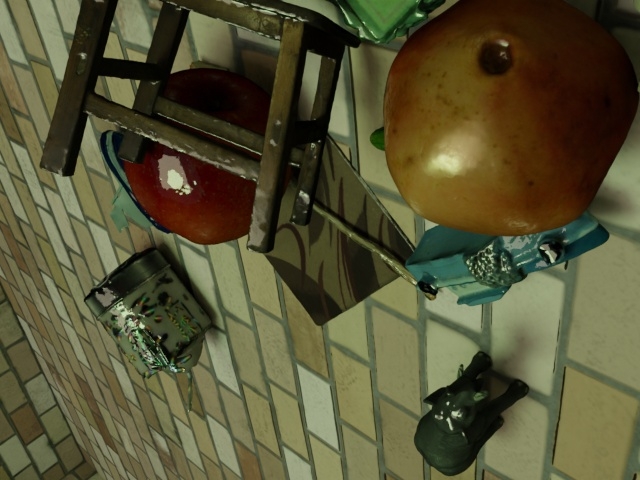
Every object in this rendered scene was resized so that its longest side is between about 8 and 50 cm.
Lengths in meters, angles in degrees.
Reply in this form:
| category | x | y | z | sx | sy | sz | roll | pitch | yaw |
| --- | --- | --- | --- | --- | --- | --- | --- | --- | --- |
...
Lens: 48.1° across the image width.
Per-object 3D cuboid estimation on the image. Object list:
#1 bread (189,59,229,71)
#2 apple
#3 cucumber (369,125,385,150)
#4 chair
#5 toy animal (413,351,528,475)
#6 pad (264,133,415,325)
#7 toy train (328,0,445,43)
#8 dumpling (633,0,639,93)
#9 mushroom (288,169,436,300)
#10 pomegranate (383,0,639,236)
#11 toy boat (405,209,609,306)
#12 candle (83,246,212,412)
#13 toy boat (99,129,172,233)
| category | x | y | z | sx | sy | sz | roll | pitch | yaw |
| --- | --- | --- | --- | --- | --- | --- | --- | --- | --- |
| bread | -0.148 | -0.185 | 1.050 | 0.068 | 0.028 | 0.153 | 23 | 137 | 36 |
| apple | -0.145 | -0.110 | 0.938 | 0.218 | 0.218 | 0.201 | 40 | 131 | 21 |
| cucumber | 0.113 | -0.114 | 0.778 | 0.155 | 0.037 | 0.037 | 3 | 121 | 52 |
| chair | -0.075 | -0.233 | 0.694 | 0.240 | 0.203 | 0.416 | 21 | 104 | 9 |
| toy animal | 0.183 | 0.206 | 0.889 | 0.082 | 0.137 | 0.269 | 40 | 153 | 26 |
| pad | 0.000 | 0.000 | 1.050 | 0.220 | 0.004 | 0.330 | 53 | 147 | 3 |
| toy train | 0.084 | -0.294 | 0.554 | 0.188 | 0.159 | 0.272 | 47 | 146 | -5 |
| dumpling | 0.266 | -0.163 | 0.458 | 0.118 | 0.136 | 0.199 | 47 | 136 | 24 |
| mushroom | 0.044 | -0.010 | 0.965 | 0.286 | 0.028 | 0.026 | 41 | 102 | 18 |
| pomegranate | 0.153 | -0.106 | 0.592 | 0.209 | 0.209 | 0.209 | 32 | 141 | 31 |
| toy boat | 0.192 | 0.013 | 0.742 | 0.098 | 0.109 | 0.238 | 39 | 153 | -13 |
| candle | -0.321 | 0.183 | 1.451 | 0.330 | 0.187 | 0.187 | 53 | 147 | 0 |
| toy boat | -0.370 | -0.109 | 1.362 | 0.291 | 0.070 | 0.210 | 4 | 120 | 53 |
